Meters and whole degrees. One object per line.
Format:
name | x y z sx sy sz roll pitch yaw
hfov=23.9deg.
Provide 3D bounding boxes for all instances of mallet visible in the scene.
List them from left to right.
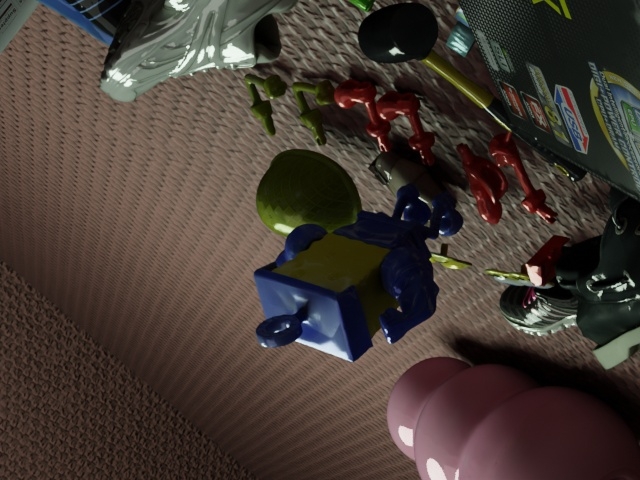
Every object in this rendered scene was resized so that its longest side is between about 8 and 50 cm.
mallet | 0.112 -0.099 1.028 0.189 0.039 0.062 34 170 -10

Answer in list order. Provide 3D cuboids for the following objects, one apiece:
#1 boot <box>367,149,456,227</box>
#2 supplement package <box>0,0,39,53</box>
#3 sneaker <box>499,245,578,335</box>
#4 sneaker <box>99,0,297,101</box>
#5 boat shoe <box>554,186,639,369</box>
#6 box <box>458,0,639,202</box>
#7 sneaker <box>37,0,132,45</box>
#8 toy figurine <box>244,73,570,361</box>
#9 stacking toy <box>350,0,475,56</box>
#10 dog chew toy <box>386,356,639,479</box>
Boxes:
boot | 0.081 -0.045 1.402 0.087 0.042 0.118 39 163 3
supplement package | -0.377 -0.286 1.378 0.194 0.149 0.203 25 162 28
sneaker | 0.211 0.041 1.353 0.075 0.063 0.170 41 158 -23
sneaker | -0.094 -0.163 1.217 0.115 0.090 0.232 30 144 -21
boat shoe | 0.245 -0.004 1.067 0.113 0.127 0.340 55 169 10
box | 0.126 -0.145 0.762 0.270 0.060 0.216 62 170 -31
sneaker | -0.185 -0.232 1.293 0.232 0.081 0.090 24 144 -5
toy figurine | 0.000 0.000 1.281 0.362 0.217 0.191 17 138 44
stacking toy | 0.110 -0.162 0.996 0.167 0.052 0.221 35 166 1
dog chew toy | 0.201 0.233 1.700 0.332 0.207 0.206 28 165 46
